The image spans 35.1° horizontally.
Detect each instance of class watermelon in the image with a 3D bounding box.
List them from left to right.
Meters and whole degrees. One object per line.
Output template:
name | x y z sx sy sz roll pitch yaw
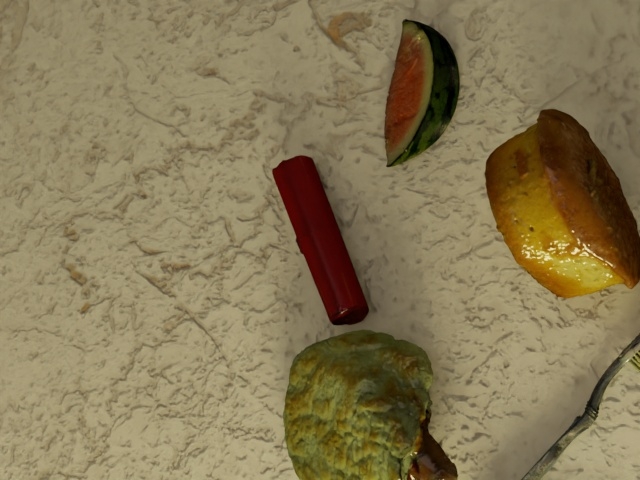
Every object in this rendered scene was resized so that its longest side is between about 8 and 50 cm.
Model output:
watermelon | 0.153 -0.234 1.583 0.119 0.063 0.245 0 81 42

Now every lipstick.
lipstick | 0.000 -0.001 1.578 0.073 0.073 0.279 -27 66 15

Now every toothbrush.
toothbrush | 0.333 0.273 1.381 0.042 0.035 0.413 43 95 24

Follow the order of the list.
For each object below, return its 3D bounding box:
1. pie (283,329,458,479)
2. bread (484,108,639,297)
pie | 0.056 0.268 1.468 0.257 0.105 0.274 -22 68 27
bread | 0.327 -0.047 1.352 0.146 0.268 0.268 -25 68 27
